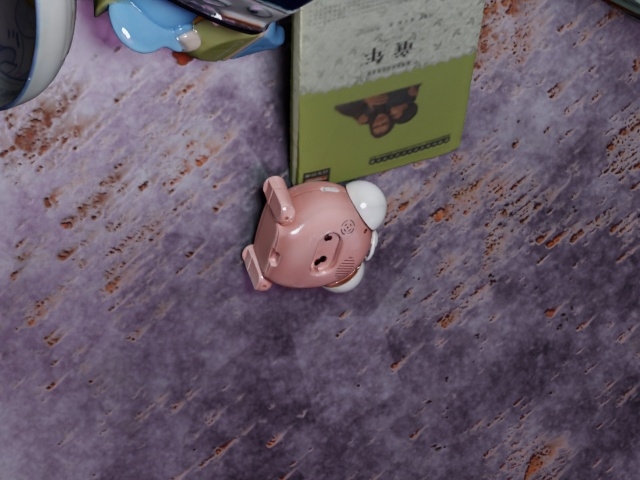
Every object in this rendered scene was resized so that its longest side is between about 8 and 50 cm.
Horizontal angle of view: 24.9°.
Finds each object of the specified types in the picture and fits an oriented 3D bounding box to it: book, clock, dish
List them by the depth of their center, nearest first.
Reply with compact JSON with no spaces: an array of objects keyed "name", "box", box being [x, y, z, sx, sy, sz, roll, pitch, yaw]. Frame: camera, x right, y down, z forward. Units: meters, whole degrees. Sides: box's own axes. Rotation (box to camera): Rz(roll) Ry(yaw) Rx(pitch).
[{"name":"dish","box":[-0.316,-0.284,1.538,0.133,0.273,0.273,-18,117,-36]},{"name":"book","box":[0.080,-0.209,1.736,0.239,0.035,0.352,-15,141,-15]},{"name":"clock","box":[0.000,0.000,1.825,0.162,0.093,0.166,1,128,-24]}]

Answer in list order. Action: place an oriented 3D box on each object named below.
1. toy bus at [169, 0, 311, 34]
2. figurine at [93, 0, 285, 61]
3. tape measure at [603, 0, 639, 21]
[{"name":"toy bus","box":[-0.038,-0.457,1.502,0.209,0.249,0.440,24,78,-26]},{"name":"figurine","box":[-0.156,-0.300,1.654,0.262,0.153,0.180,3,100,-39]},{"name":"tape measure","box":[0.416,-0.336,1.790,0.246,0.243,0.125,21,103,-33]}]
